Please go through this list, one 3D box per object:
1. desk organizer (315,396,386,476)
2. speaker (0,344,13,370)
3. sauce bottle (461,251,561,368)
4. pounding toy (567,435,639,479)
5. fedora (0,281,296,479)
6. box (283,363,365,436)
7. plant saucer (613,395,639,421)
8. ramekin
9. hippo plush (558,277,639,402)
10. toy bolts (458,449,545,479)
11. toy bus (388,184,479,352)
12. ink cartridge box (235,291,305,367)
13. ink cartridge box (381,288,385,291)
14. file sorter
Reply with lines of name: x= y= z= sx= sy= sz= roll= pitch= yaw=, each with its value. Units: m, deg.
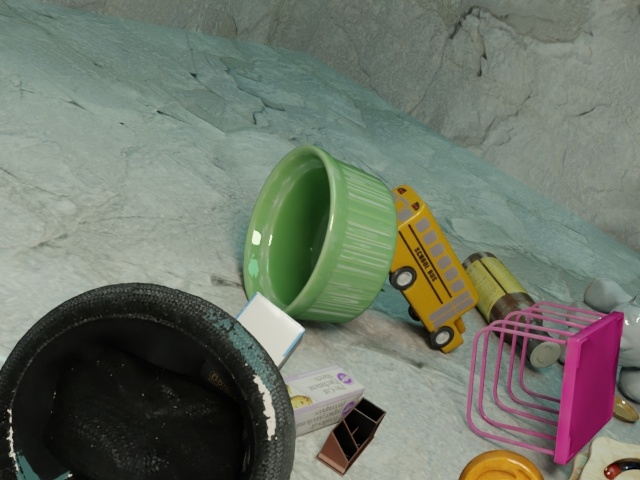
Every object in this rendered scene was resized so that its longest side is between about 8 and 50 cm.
desk organizer: x=0.046 y=0.276 z=1.170 sx=0.047 sy=0.050 sz=0.130 roll=31 pitch=22 yaw=14
speaker: x=-0.362 y=0.161 z=0.981 sx=0.136 sy=0.055 sz=0.055 roll=23 pitch=21 yaw=-7
sauce bottle: x=0.411 y=0.150 z=1.794 sx=0.111 sy=0.111 sz=0.344 roll=16 pitch=24 yaw=-22
pounding toy: x=0.508 y=0.430 z=1.300 sx=0.269 sy=0.155 sz=0.154 roll=14 pitch=50 yaw=-3
fedora: x=-0.181 y=0.210 z=0.880 sx=0.334 sy=0.334 sz=0.152 roll=32 pitch=-12 yaw=18
box: x=-0.064 y=0.236 z=1.125 sx=0.067 sy=0.063 sz=0.324 roll=39 pitch=25 yaw=31
plant saucer: x=0.612 y=0.347 z=1.682 sx=0.083 sy=0.015 sz=0.083 roll=22 pitch=22 yaw=-9
ramekin: x=0.000 y=0.000 z=1.422 sx=0.148 sy=0.303 sz=0.303 roll=15 pitch=23 yaw=-29
hippo plush: x=0.677 y=0.212 z=1.746 sx=0.236 sy=0.294 sz=0.234 roll=30 pitch=35 yaw=-16
toy bolts: x=0.200 y=0.368 z=0.953 sx=0.228 sy=0.218 sz=0.158 roll=48 pitch=2 yaw=16
toy bus: x=0.193 y=0.062 z=1.531 sx=0.333 sy=0.130 sz=0.108 roll=54 pitch=0 yaw=-36
ink cartridge box: x=-0.085 y=0.147 z=1.200 sx=0.090 sy=0.092 sz=0.143 roll=37 pitch=-12 yaw=6
ink cartridge box: x=0.030 y=0.061 z=1.641 sx=0.109 sy=0.062 sz=0.209 roll=11 pitch=25 yaw=-32
file sorter: x=0.392 y=0.228 z=1.429 sx=0.182 sy=0.202 sz=0.290 roll=9 pitch=9 yaw=32
